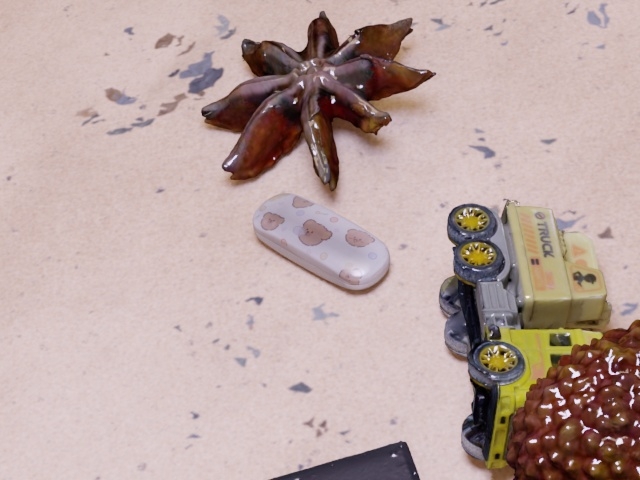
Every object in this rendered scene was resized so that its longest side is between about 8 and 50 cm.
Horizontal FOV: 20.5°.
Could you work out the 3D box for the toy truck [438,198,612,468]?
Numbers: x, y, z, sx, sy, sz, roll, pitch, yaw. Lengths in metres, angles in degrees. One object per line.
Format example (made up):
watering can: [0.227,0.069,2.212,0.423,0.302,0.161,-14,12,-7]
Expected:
toy truck: [0.200,0.080,1.655,0.157,0.124,0.272,-1,43,-3]

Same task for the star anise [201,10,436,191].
star anise: [0.000,-0.161,1.942,0.288,0.088,0.288,-16,41,14]

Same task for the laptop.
laptop: [0.010,0.254,1.601,0.180,0.016,0.129,-15,47,-5]

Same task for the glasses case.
glasses case: [0.000,0.000,1.823,0.164,0.041,0.063,29,59,33]

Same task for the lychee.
lychee: [0.267,0.169,1.394,0.271,0.271,0.271,-6,46,6]
